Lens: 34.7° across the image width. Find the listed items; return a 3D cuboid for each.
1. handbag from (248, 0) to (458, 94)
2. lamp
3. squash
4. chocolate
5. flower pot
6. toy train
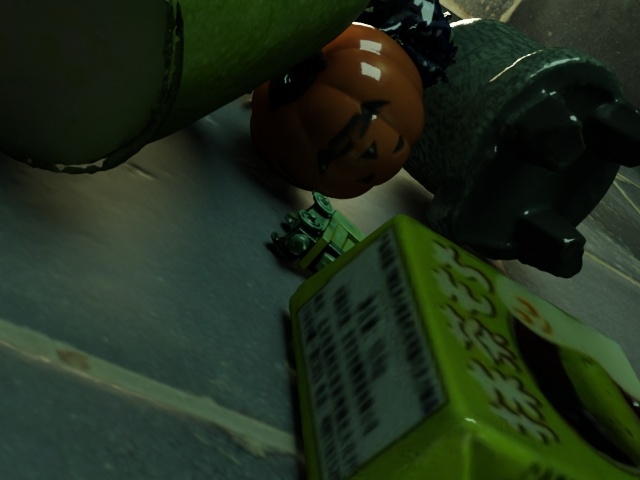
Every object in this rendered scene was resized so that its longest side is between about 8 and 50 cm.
[{"bbox_3d":[0.034,-0.217,1.228,0.162,0.260,0.113,19,61,-58],"label":"handbag"},{"bbox_3d":[0.024,-0.133,1.086,0.164,0.187,0.188,32,20,-39],"label":"lamp"},{"bbox_3d":[-0.134,-0.228,0.847,0.263,0.263,0.384,39,34,4],"label":"squash"},{"bbox_3d":[0.133,0.141,0.759,0.288,0.137,0.301,29,22,-20],"label":"chocolate"},{"bbox_3d":[0.238,-0.110,1.299,0.299,0.299,0.283,16,19,-44],"label":"flower pot"},{"bbox_3d":[0.000,0.000,0.970,0.081,0.050,0.122,43,19,-7],"label":"toy train"}]
